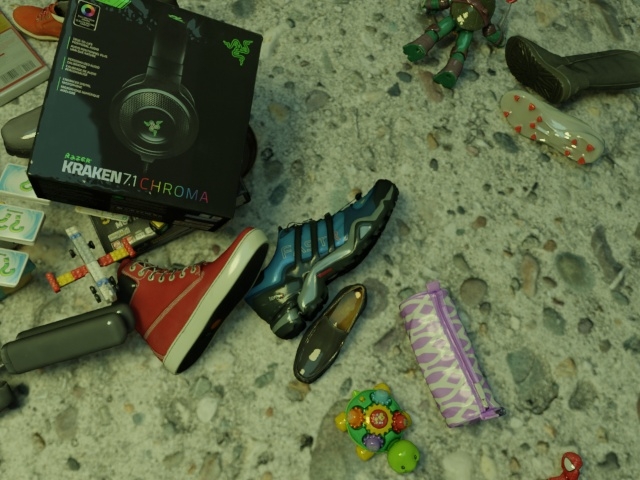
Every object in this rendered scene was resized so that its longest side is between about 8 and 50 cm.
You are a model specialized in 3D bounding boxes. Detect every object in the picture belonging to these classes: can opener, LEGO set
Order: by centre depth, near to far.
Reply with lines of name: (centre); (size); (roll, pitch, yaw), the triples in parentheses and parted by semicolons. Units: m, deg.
can opener: (-0.386, 0.170, 0.757); (0.283, 0.076, 0.095); (-16, 104, 3)
LEGO set: (-0.340, -0.014, 0.757); (0.244, 0.060, 0.182); (12, 61, -8)

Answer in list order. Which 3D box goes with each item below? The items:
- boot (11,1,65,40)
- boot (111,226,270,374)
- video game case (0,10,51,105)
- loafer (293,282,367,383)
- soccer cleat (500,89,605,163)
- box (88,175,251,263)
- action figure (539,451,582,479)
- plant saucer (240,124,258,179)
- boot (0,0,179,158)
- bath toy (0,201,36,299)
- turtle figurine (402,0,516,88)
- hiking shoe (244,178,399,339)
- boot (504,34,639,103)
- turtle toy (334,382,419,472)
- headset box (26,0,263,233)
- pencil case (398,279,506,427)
boot: (-0.471, -0.391, 0.970); (0.158, 0.084, 0.059); (16, 71, 0)
boot: (-0.195, 0.045, 0.783); (0.176, 0.088, 0.244); (41, 104, 14)
video game case: (-0.638, -0.335, 0.971); (0.204, 0.025, 0.285); (-38, 76, -16)
loafer: (0.014, 0.132, 0.818); (0.062, 0.061, 0.170); (29, 71, 6)
soccer cleat: (0.409, -0.203, 0.979); (0.196, 0.068, 0.076); (38, 46, 15)
box: (-0.250, -0.096, 0.861); (0.231, 0.056, 0.183); (-26, 80, -4)
action figure: (0.319, 0.410, 0.698); (0.091, 0.139, 0.280); (17, 66, 1)
plant saucer: (-0.189, -0.148, 0.929); (0.168, 0.029, 0.168); (1, 68, -3)
boot: (-0.361, -0.280, 0.853); (0.338, 0.222, 0.118); (-29, 50, -18)
bath toy: (-0.550, -0.075, 0.806); (0.348, 0.129, 0.151); (57, 31, 6)
turtle figurine: (0.261, -0.406, 1.019); (0.175, 0.118, 0.234); (33, 76, 9)
hiking shoe: (0.000, 0.000, 0.840); (0.132, 0.113, 0.304); (39, 71, 10)
boot: (0.473, -0.329, 1.021); (0.208, 0.076, 0.189); (-21, 60, -15)
turtle toy: (0.086, 0.263, 0.770); (0.095, 0.066, 0.130); (-34, 75, -15)
headset box: (-0.224, -0.177, 0.743); (0.246, 0.131, 0.283); (13, 77, -20)
pencil case: (0.185, 0.168, 0.802); (0.086, 0.088, 0.206); (-19, 71, -13)
